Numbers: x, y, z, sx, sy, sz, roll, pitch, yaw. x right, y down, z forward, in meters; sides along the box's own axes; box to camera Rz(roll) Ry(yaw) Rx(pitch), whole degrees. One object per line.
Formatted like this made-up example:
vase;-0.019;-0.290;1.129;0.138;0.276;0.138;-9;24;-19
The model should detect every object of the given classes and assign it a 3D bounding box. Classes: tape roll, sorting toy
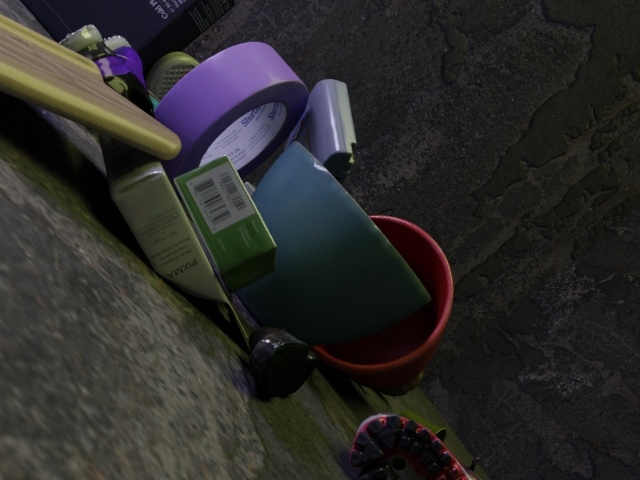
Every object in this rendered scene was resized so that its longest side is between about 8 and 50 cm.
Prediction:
tape roll;-0.151;-0.189;1.097;0.090;0.275;0.275;49;0;10
sorting toy;-0.247;-0.147;0.610;0.193;0.038;0.208;21;16;-49

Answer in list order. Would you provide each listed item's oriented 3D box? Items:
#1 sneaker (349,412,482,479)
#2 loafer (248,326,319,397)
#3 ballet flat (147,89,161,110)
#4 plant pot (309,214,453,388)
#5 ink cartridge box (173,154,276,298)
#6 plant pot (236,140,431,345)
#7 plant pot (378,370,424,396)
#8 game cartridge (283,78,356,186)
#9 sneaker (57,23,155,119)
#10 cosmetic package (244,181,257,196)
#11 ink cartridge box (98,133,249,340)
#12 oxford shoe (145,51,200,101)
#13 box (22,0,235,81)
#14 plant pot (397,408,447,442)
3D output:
sneaker;0.157;0.297;0.712;0.299;0.121;0.112;49;-2;9
loafer;-0.047;0.112;0.652;0.061;0.062;0.170;37;-10;14
ballet flat;-0.336;-0.241;1.191;0.221;0.077;0.079;49;-19;-19
plant pot;0.099;0.132;1.173;0.275;0.275;0.243;50;-10;29
ink cartridge box;-0.100;-0.006;0.752;0.109;0.062;0.209;62;-9;9
plant pot;-0.014;0.035;0.943;0.290;0.195;0.290;49;1;-1
plant pot;0.153;0.261;1.540;0.167;0.167;0.165;50;-6;50
game cartridge;-0.020;-0.125;1.182;0.297;0.062;0.198;119;-33;-48
sneaker;-0.296;-0.211;0.970;0.146;0.102;0.293;54;4;-12
cosmetic package;-0.102;0.001;1.379;0.238;0.107;0.127;52;2;5
ink cartridge box;-0.154;0.003;0.711;0.189;0.066;0.232;-130;-160;-57
oxford shoe;-0.313;-0.296;1.504;0.130;0.169;0.449;53;-6;11
box;-0.395;-0.504;1.279;0.343;0.312;0.179;50;0;-4
plant pot;0.169;0.345;1.202;0.079;0.083;0.083;35;-7;32
